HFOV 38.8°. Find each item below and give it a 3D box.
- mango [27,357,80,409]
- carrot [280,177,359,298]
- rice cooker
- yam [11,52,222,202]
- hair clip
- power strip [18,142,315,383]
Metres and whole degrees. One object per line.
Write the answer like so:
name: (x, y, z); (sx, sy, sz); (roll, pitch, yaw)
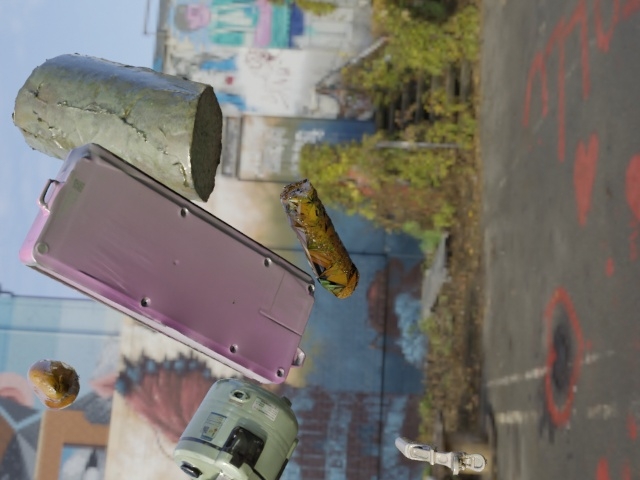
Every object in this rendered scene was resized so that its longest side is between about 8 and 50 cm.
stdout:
mango: (-0.507, 0.266, 1.736); (0.084, 0.105, 0.159); (-47, -2, -28)
carrot: (0.000, -0.001, 1.346); (0.069, 0.068, 0.229); (-85, -22, -43)
rice cooker: (-0.171, 0.422, 1.864); (0.244, 0.226, 0.226); (-57, -18, -31)
yam: (-0.257, -0.157, 1.243); (0.168, 0.304, 0.168); (-44, -38, -48)
hair clip: (0.204, 0.403, 1.709); (0.226, 0.072, 0.034); (1, 90, 51)
power strip: (-0.118, 0.026, 0.774); (0.037, 0.279, 0.109); (-8, 56, 53)
